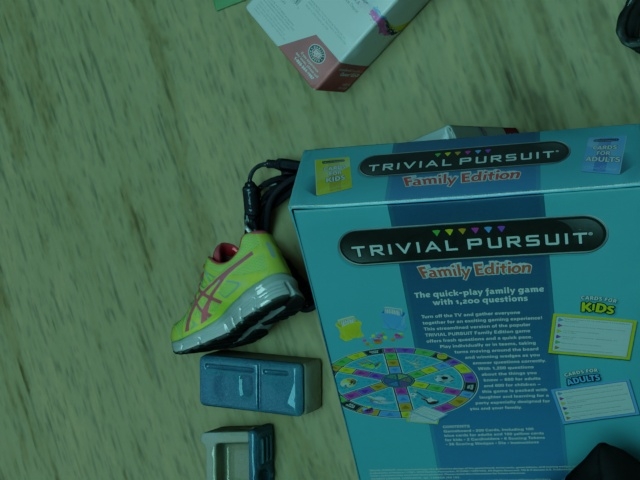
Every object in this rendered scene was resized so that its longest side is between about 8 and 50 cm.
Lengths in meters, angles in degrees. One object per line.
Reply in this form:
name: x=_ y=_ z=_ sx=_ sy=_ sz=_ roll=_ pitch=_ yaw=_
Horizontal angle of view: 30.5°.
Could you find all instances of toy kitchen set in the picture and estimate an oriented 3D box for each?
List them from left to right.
toy kitchen set: x=-0.089 y=0.224 z=1.146 sx=0.122 sy=0.166 sz=0.207 roll=1 pitch=95 yaw=27

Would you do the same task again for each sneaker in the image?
sneaker: x=-0.089 y=0.052 z=1.168 sx=0.208 sy=0.081 sz=0.094 roll=-33 pitch=69 yaw=47

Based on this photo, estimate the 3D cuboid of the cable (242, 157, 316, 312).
cable: x=0.000 y=0.000 z=1.152 sx=0.185 sy=0.047 sz=0.150 roll=12 pitch=99 yaw=25

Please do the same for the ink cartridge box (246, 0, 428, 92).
ink cartridge box: x=0.039 y=-0.248 z=1.102 sx=0.198 sy=0.067 sz=0.115 roll=-45 pitch=74 yaw=24

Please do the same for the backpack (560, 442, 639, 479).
backpack: x=0.193 y=0.374 z=0.972 sx=0.290 sy=0.273 sz=0.355 roll=38 pitch=134 yaw=-18

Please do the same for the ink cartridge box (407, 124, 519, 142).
ink cartridge box: x=0.101 y=-0.045 z=1.024 sx=0.127 sy=0.175 sz=0.072 roll=-22 pitch=84 yaw=26

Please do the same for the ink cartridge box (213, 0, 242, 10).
ink cartridge box: x=-0.102 y=-0.347 z=1.169 sx=0.109 sy=0.062 sz=0.209 roll=-16 pitch=87 yaw=26

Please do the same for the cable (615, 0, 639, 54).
cable: x=0.338 y=-0.246 z=0.972 sx=0.139 sy=0.072 sz=0.287 roll=16 pitch=89 yaw=42

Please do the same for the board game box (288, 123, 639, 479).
board game box: x=0.135 y=0.074 z=0.943 sx=0.254 sy=0.079 sz=0.336 roll=-3 pitch=128 yaw=13
